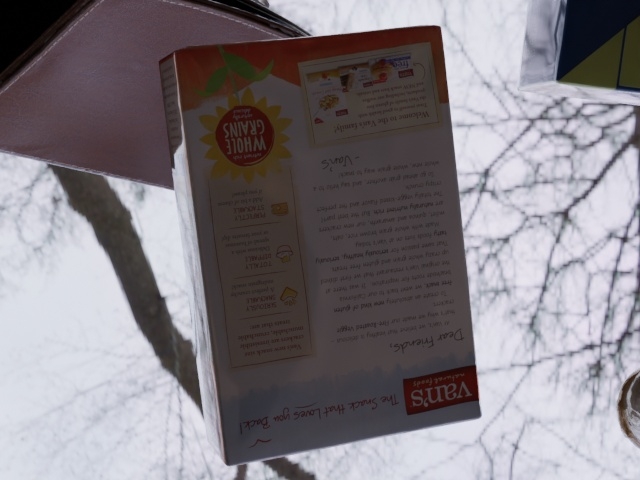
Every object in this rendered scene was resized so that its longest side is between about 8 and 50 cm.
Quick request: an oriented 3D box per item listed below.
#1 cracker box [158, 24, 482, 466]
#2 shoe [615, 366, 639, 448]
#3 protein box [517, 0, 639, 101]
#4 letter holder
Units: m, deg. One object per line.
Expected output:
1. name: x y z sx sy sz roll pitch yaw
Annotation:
1. cracker box: 0.000 0.000 0.692 0.155 0.232 0.067 -8 -175 -15
2. shoe: 0.271 0.071 0.644 0.219 0.058 0.077 -16 -101 -8
3. protein box: 0.249 -0.213 0.952 0.135 0.200 0.201 7 -174 1
4. letter holder: -0.125 -0.165 0.942 0.214 0.301 0.152 -31 -116 32
